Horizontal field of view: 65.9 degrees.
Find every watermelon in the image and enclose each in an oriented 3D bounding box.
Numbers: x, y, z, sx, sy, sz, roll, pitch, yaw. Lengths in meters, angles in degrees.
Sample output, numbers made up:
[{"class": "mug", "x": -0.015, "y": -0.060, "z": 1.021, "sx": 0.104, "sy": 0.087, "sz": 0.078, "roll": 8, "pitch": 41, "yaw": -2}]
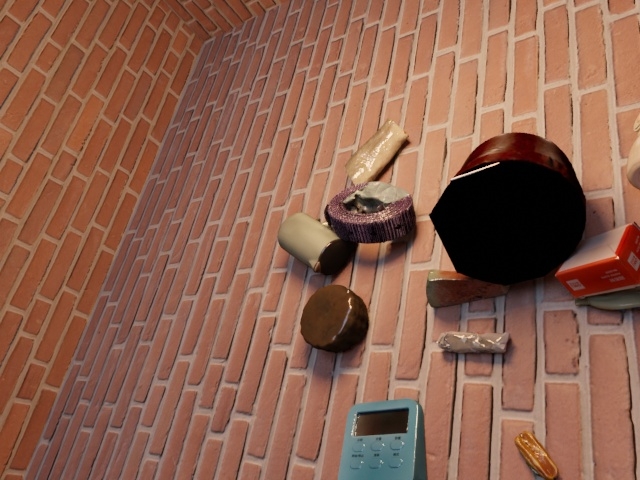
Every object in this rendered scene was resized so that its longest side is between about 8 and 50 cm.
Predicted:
[{"class": "watermelon", "x": 0.427, "y": 0.122, "z": 1.426, "sx": 0.241, "sy": 0.154, "sz": 0.095, "roll": -4, "pitch": 59, "yaw": 20}]

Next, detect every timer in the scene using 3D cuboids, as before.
[{"class": "timer", "x": 0.167, "y": 0.562, "z": 1.359, "sx": 0.231, "sy": 0.091, "sz": 0.250, "roll": -19, "pitch": 49, "yaw": 29}]

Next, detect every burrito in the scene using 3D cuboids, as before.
[{"class": "burrito", "x": 0.206, "y": -0.328, "z": 1.899, "sx": 0.299, "sy": 0.105, "sz": 0.143, "roll": -49, "pitch": 39, "yaw": 0}, {"class": "burrito", "x": 0.421, "y": 0.281, "z": 1.363, "sx": 0.203, "sy": 0.064, "sz": 0.064, "roll": -7, "pitch": 59, "yaw": 33}]

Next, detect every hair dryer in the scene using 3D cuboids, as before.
[{"class": "hair dryer", "x": 0.781, "y": 0.196, "z": 1.125, "sx": 0.298, "sy": 0.118, "sz": 0.296, "roll": -38, "pitch": 47, "yaw": 35}]

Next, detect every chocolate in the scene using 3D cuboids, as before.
[{"class": "chocolate", "x": 0.507, "y": -0.126, "z": 1.349, "sx": 0.383, "sy": 0.384, "sz": 0.331, "roll": -21, "pitch": 29, "yaw": 27}]

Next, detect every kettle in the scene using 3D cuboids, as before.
[{"class": "kettle", "x": 0.000, "y": 0.000, "z": 1.823, "sx": 0.240, "sy": 0.165, "sz": 0.255, "roll": -33, "pitch": 40, "yaw": -24}]

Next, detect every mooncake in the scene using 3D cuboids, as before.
[{"class": "mooncake", "x": 0.047, "y": 0.261, "z": 1.630, "sx": 0.228, "sy": 0.124, "sz": 0.228, "roll": -24, "pitch": 50, "yaw": 32}]

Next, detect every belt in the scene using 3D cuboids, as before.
[{"class": "belt", "x": 0.177, "y": -0.102, "z": 1.715, "sx": 0.324, "sy": 0.122, "sz": 0.260, "roll": 13, "pitch": 44, "yaw": 41}]

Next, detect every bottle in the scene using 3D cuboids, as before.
[{"class": "bottle", "x": 0.891, "y": -0.254, "z": 1.287, "sx": 0.147, "sy": 0.147, "sz": 0.237, "roll": -1, "pitch": 55, "yaw": 38}]

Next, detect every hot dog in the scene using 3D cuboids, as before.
[{"class": "hot dog", "x": 0.507, "y": 0.510, "z": 1.160, "sx": 0.056, "sy": 0.041, "sz": 0.133, "roll": -36, "pitch": 40, "yaw": 3}]

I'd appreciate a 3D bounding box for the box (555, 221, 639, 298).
[{"class": "box", "x": 0.693, "y": 0.055, "z": 1.200, "sx": 0.133, "sy": 0.099, "sz": 0.182, "roll": -49, "pitch": 7, "yaw": -30}]
